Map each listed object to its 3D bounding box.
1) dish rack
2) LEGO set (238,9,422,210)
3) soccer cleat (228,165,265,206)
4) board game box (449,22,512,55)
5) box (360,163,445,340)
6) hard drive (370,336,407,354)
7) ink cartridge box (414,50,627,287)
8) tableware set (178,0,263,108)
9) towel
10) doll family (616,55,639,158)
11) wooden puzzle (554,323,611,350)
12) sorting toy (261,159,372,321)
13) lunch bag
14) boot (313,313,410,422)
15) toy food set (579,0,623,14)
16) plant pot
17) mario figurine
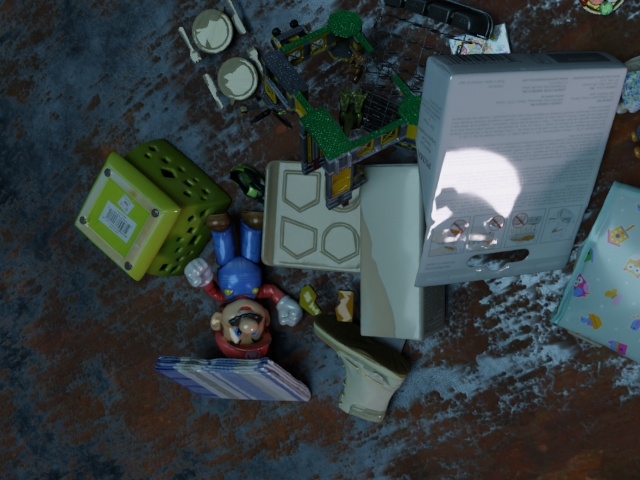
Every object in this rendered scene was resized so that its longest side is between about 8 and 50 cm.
[{"bbox_3d":[0.170,-0.304,1.420,0.208,0.074,0.271,31,116,33],"label":"dish rack"},{"bbox_3d":[0.036,-0.215,1.375,0.255,0.192,0.331,-36,69,-17],"label":"LEGO set"},{"bbox_3d":[-0.113,-0.091,1.606,0.179,0.072,0.060,36,112,15],"label":"soccer cleat"},{"bbox_3d":[0.294,-0.297,1.405,0.103,0.026,0.154,-10,95,26],"label":"board game box"},{"bbox_3d":[0.153,0.016,1.449,0.121,0.148,0.311,1,93,27],"label":"box"},{"bbox_3d":[0.132,0.171,1.569,0.094,0.022,0.135,25,109,19],"label":"hard drive"},{"bbox_3d":[0.304,-0.115,1.298,0.091,0.308,0.385,-119,28,-52],"label":"ink cartridge box"},{"bbox_3d":[-0.191,-0.378,1.612,0.128,0.039,0.194,-26,94,15],"label":"tableware set"},{"bbox_3d":[-0.182,0.292,1.658,0.285,0.209,0.034,-4,60,27],"label":"towel"},{"bbox_3d":[0.555,-0.200,1.221,0.163,0.118,0.263,-21,92,52],"label":"doll family"},{"bbox_3d":[0.471,0.163,1.389,0.116,0.078,0.014,27,78,12],"label":"wooden puzzle"},{"bbox_3d":[0.000,0.000,1.557,0.229,0.041,0.307,4,95,9],"label":"sorting toy"},{"bbox_3d":[0.531,0.052,1.288,0.223,0.160,0.262,26,115,20],"label":"lunch bag"},{"bbox_3d":[0.059,0.257,1.573,0.213,0.077,0.165,31,127,15],"label":"boot"},{"bbox_3d":[0.468,-0.417,1.306,0.082,0.020,0.083,33,111,16],"label":"toy food set"},{"bbox_3d":[-0.365,-0.058,1.656,0.228,0.207,0.227,40,113,12],"label":"plant pot"},{"bbox_3d":[-0.152,0.102,1.609,0.198,0.170,0.320,-1,97,23],"label":"mario figurine"}]
